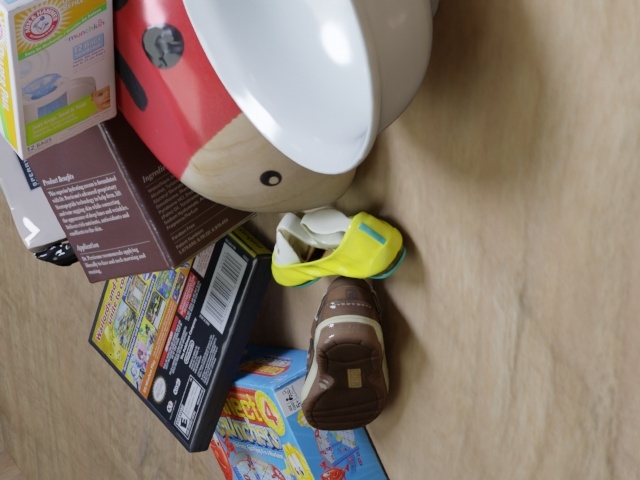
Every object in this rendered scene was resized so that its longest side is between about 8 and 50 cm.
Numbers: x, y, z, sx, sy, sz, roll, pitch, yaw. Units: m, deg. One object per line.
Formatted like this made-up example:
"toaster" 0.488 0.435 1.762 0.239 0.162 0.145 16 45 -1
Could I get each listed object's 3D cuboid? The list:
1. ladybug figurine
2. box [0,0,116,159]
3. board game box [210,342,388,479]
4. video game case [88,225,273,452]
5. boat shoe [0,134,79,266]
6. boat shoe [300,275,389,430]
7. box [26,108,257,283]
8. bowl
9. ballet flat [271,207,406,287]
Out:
"ladybug figurine" -0.134 -0.212 1.683 0.449 0.162 0.305 57 157 10
"box" -0.267 -0.194 1.623 0.103 0.114 0.203 47 151 28
"board game box" -0.028 0.281 2.116 0.308 0.086 0.302 -2 115 64
"video game case" -0.173 0.073 2.083 0.248 0.035 0.274 41 121 39
"boat shoe" -0.393 -0.116 2.376 0.158 0.127 0.340 63 -171 -77
"boat shoe" 0.030 0.119 1.847 0.257 0.095 0.095 103 167 -60
"box" -0.195 -0.083 1.897 0.168 0.167 0.203 -8 111 49
"bowl" 0.005 -0.215 1.434 0.298 0.134 0.298 46 152 33
"ballet flat" 0.000 0.000 1.748 0.077 0.077 0.231 38 160 -24
